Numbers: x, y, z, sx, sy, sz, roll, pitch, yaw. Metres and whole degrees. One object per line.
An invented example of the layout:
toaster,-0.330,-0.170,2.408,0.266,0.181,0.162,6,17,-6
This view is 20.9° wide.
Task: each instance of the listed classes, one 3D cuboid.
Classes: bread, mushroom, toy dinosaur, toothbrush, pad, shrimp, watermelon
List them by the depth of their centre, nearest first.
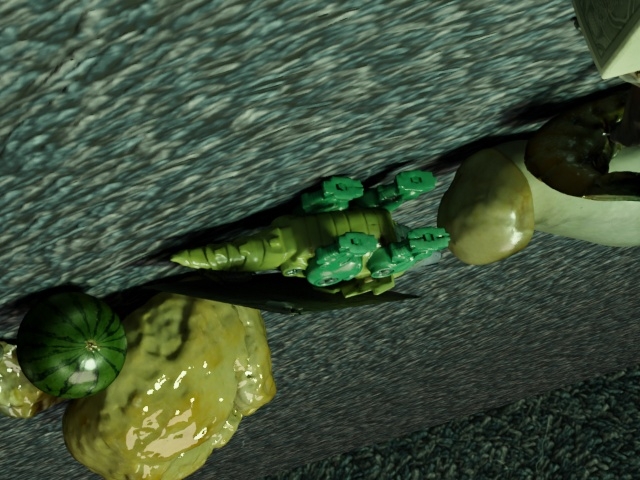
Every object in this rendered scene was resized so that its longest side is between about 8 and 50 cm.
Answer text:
shrimp,0.304,-0.083,1.441,0.262,0.051,0.198,-15,-152,-2
toy dinosaur,0.000,0.000,1.511,0.259,0.094,0.153,0,156,-33
watermelon,-0.222,0.095,1.539,0.109,0.109,0.109,-18,168,-4
pad,-0.030,0.044,1.590,0.159,0.009,0.265,9,-175,27
mushroom,0.249,-0.059,1.598,0.328,0.122,0.159,-10,129,-38
bread,-0.140,0.146,1.677,0.244,0.134,0.244,-41,169,-10
toothbrush,0.010,0.021,1.698,0.413,0.042,0.035,-2,118,-56

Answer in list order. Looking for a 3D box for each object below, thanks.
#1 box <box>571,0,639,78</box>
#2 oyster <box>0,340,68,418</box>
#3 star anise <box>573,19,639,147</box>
box,0.312,-0.196,1.149,0.256,0.069,0.164,-17,167,-11
oyster,-0.373,0.181,1.611,0.238,0.115,0.351,-25,-173,17
star anise,0.289,-0.136,1.318,0.172,0.063,0.208,-16,152,9
